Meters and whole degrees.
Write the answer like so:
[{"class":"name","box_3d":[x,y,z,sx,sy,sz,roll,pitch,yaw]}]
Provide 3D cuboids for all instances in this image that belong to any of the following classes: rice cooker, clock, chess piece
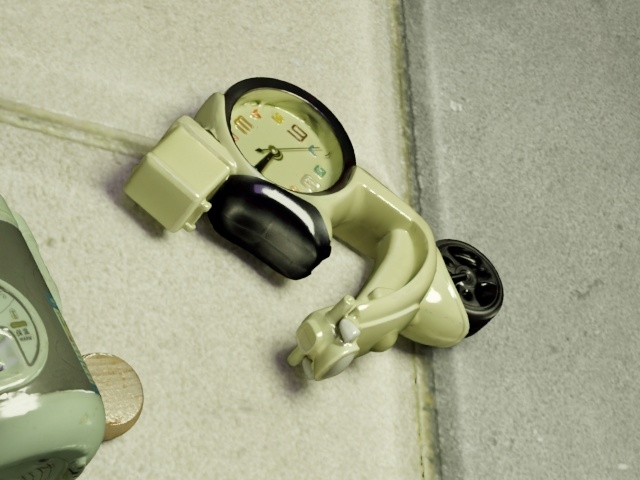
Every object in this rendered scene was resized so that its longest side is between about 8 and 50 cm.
[{"class":"rice cooker","box_3d":[-0.333,0.102,1.389,0.288,0.288,0.277,-14,70,-38]},{"class":"clock","box_3d":[0.000,0.000,1.789,0.379,0.120,0.276,42,43,3]},{"class":"chess piece","box_3d":[-0.205,0.145,1.604,0.083,0.038,0.084,18,53,-26]}]
